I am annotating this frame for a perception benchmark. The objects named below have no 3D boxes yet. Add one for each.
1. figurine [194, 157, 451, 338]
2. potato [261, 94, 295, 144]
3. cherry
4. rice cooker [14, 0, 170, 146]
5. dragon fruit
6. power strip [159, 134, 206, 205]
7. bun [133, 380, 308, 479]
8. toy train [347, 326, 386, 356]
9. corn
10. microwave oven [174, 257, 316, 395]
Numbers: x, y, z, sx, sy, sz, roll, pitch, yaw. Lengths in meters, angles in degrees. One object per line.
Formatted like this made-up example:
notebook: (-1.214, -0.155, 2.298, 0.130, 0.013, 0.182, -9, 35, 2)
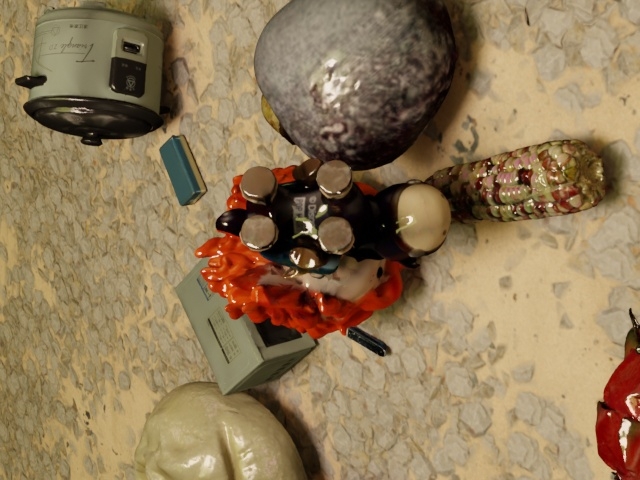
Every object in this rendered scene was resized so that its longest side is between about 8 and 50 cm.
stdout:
figurine: (0.007, -0.004, 1.378, 0.412, 0.306, 0.241, 135, 120, -68)
potato: (-0.062, -0.210, 1.630, 0.103, 0.066, 0.096, 33, 119, 42)
cherry: (0.042, -0.224, 1.397, 0.296, 0.218, 0.255, -40, 65, 31)
rice cooker: (-0.389, -0.278, 1.833, 0.241, 0.281, 0.227, -3, 81, 47)
dragon fruit: (0.403, 0.177, 1.105, 0.293, 0.234, 0.233, -84, 18, -51)
power strip: (-0.248, -0.127, 1.881, 0.056, 0.032, 0.123, -37, 71, 46)
bun: (-0.184, 0.415, 1.773, 0.365, 0.219, 0.365, 31, 133, 41)
toy train: (0.074, 0.155, 1.598, 0.083, 0.017, 0.017, 28, 121, 42)
corn: (0.235, -0.066, 1.317, 0.280, 0.092, 0.092, -9, 92, 54)
microwave oven: (-0.124, 0.124, 1.734, 0.162, 0.122, 0.208, -44, 66, 45)
